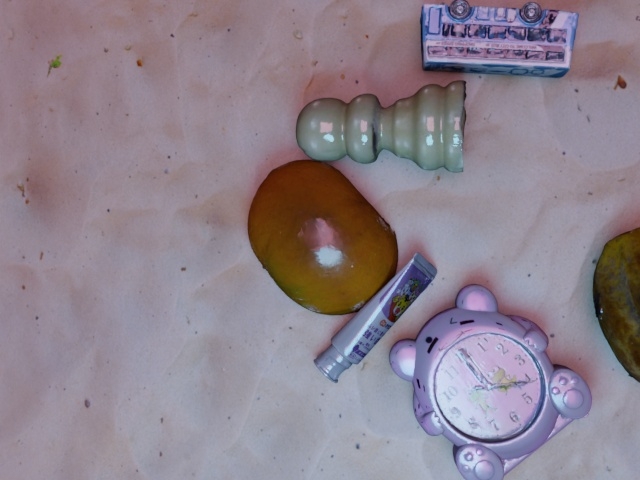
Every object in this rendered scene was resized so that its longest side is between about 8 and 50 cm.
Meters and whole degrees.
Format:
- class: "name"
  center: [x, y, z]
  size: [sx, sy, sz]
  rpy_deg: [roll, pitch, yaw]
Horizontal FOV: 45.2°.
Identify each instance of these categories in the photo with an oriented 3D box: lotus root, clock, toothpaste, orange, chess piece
- class: "lotus root"
  center: [0.606, 0.122, 1.426]
  size: [0.193, 0.193, 0.290]
  rpy_deg: [-19, 87, 4]
- class: "clock"
  center: [0.311, 0.268, 1.466]
  size: [0.295, 0.113, 0.322]
  rpy_deg: [-40, 82, 2]
- class: "toothpaste"
  center: [0.111, 0.151, 1.507]
  size: [0.299, 0.114, 0.073]
  rpy_deg: [-47, 52, 5]
- class: "orange"
  center: [0.004, -0.001, 1.528]
  size: [0.274, 0.274, 0.310]
  rpy_deg: [-34, 115, 3]
- class: "chess piece"
  center: [0.116, -0.220, 1.497]
  size: [0.330, 0.182, 0.182]
  rpy_deg: [1, 86, 11]

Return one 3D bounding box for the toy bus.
- class: "toy bus"
  center: [0.343, -0.395, 1.512]
  size: [0.297, 0.106, 0.131]
  rpy_deg: [3, 90, 5]
